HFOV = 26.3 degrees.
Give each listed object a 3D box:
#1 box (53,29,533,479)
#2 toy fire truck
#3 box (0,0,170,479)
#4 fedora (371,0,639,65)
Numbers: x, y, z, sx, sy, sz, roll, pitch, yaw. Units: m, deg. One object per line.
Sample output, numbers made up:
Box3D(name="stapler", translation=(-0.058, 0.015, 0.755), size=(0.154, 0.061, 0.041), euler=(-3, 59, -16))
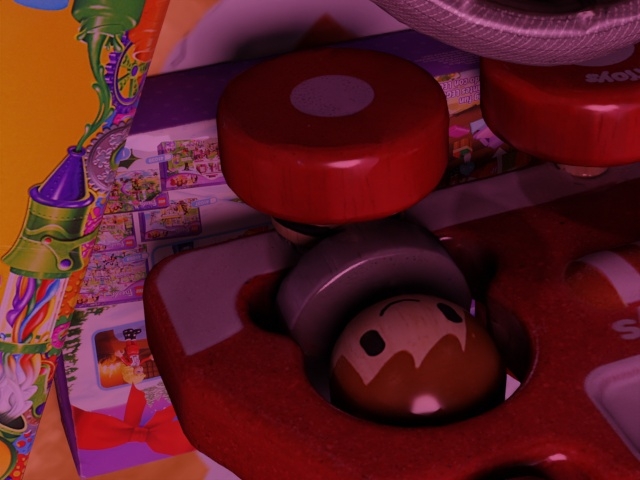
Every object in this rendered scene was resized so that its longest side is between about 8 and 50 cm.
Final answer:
Box3D(name="box", translation=(0.000, 0.000, 0.713), size=(0.293, 0.057, 0.201), euler=(-12, 126, -16))
Box3D(name="toy fire truck", translation=(0.089, 0.035, 0.575), size=(0.302, 0.254, 0.169), euler=(-13, 125, -16))
Box3D(name="box", translation=(-0.236, -0.056, 0.492), size=(0.290, 0.177, 0.279), euler=(6, 122, -27))
Box3D(name="fedora", translation=(0.084, -0.214, 0.539), size=(0.243, 0.124, 0.275), euler=(-17, 113, 2))
